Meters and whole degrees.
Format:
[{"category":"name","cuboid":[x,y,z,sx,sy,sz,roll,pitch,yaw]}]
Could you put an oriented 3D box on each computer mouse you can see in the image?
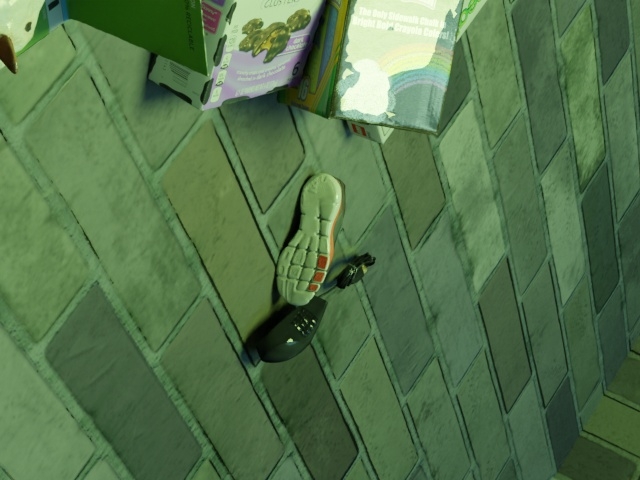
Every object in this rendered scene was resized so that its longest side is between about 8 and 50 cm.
[{"category":"computer mouse","cuboid":[0.004,0.081,1.898,0.242,0.041,0.071,-40,172,-45]}]

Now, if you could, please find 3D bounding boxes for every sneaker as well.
[{"category":"sneaker","cuboid":[0.000,0.000,1.832,0.065,0.061,0.158,-10,122,-66]}]

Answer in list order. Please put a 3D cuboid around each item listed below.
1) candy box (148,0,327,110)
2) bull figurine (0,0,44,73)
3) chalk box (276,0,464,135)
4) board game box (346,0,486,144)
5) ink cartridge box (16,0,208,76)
[{"category":"candy box","cuboid":[-0.061,-0.233,1.488,0.165,0.070,0.196,-23,138,-53]},{"category":"bull figurine","cuboid":[-0.302,-0.187,0.938,0.310,0.101,0.188,-2,117,-19]},{"category":"chalk box","cuboid":[0.054,-0.225,1.598,0.132,0.132,0.213,6,99,-27]},{"category":"board game box","cuboid":[0.114,-0.282,1.808,0.305,0.053,0.193,-54,151,-21]},{"category":"ink cartridge box","cuboid":[-0.208,-0.201,1.062,0.097,0.255,0.189,-44,146,-37]}]
